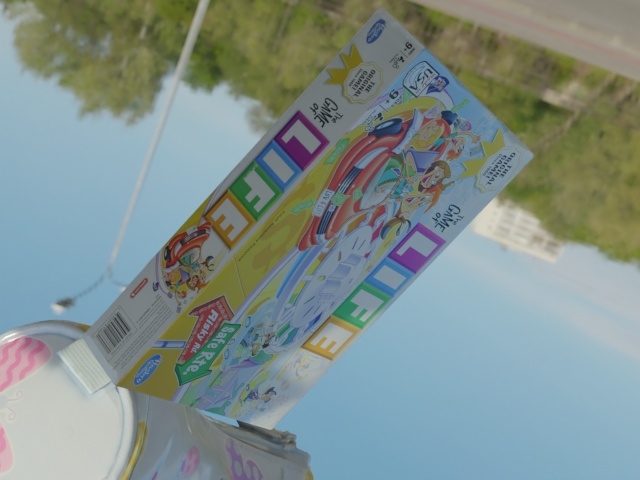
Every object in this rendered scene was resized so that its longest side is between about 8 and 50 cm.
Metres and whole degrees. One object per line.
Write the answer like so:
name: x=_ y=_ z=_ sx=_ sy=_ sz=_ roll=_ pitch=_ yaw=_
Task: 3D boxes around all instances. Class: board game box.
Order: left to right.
board game box: x=0.000 y=0.000 z=0.443 sx=0.026 sy=0.154 sz=0.103 roll=49 pitch=-169 yaw=32

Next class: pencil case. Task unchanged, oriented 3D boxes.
pencil case: x=-0.095 y=0.133 z=0.670 sx=0.113 sy=0.124 sz=0.273 roll=63 pitch=-171 yaw=28
